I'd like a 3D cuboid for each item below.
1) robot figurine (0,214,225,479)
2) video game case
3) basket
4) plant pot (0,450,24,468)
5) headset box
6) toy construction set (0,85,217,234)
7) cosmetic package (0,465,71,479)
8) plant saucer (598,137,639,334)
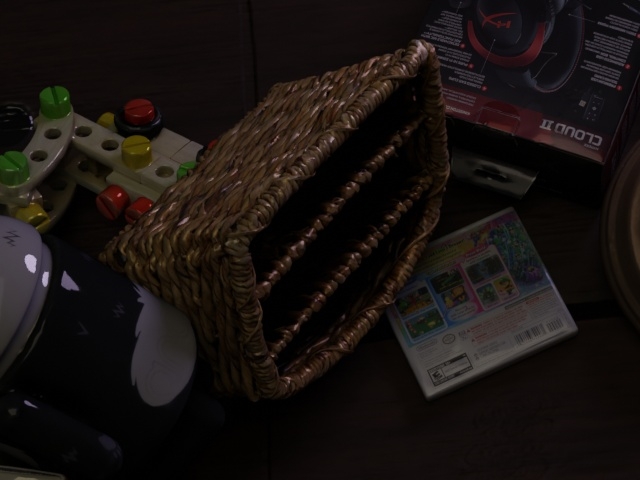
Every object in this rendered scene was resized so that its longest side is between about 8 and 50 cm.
[{"bbox_3d":[-0.214,0.097,1.399,0.209,0.278,0.173,-6,56,55],"label":"robot figurine"},{"bbox_3d":[0.143,0.059,1.654,0.157,0.019,0.143,-24,66,-2],"label":"video game case"},{"bbox_3d":[0.000,0.000,1.535,0.299,0.223,0.213,-47,112,-34],"label":"basket"},{"bbox_3d":[-0.405,0.155,1.531,0.366,0.366,0.353,28,62,18],"label":"plant pot"},{"bbox_3d":[0.209,-0.180,1.696,0.218,0.110,0.293,18,70,14],"label":"headset box"},{"bbox_3d":[-0.192,-0.026,1.663,0.328,0.151,0.215,36,51,12],"label":"toy construction set"},{"bbox_3d":[-0.235,0.292,1.442,0.113,0.309,0.160,5,73,11],"label":"cosmetic package"},{"bbox_3d":[0.398,-0.005,1.611,0.278,0.041,0.277,-1,75,2],"label":"plant saucer"}]
